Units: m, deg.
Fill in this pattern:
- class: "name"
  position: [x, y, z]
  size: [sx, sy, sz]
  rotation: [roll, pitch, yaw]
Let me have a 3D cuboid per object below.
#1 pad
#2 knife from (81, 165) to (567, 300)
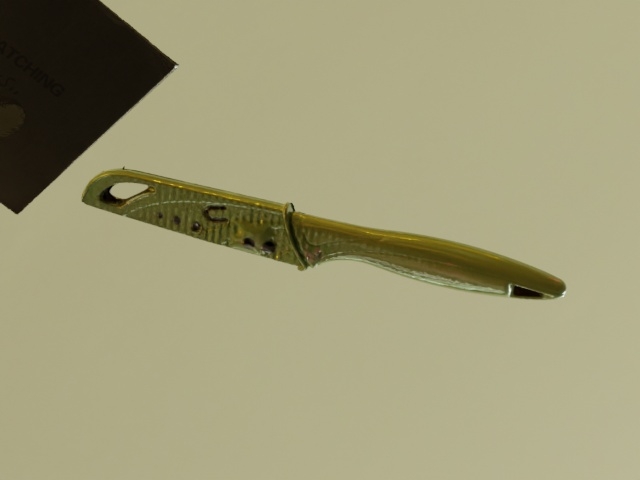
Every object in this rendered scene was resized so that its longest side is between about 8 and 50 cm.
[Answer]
- class: "pad"
  position: [-0.184, -0.103, 0.852]
  size: [0.127, 0.004, 0.190]
  rotation: [-41, -56, 16]
- class: "knife"
  position: [-0.001, 0.001, 0.977]
  size: [0.293, 0.020, 0.043]
  rotation: [14, -54, 6]
